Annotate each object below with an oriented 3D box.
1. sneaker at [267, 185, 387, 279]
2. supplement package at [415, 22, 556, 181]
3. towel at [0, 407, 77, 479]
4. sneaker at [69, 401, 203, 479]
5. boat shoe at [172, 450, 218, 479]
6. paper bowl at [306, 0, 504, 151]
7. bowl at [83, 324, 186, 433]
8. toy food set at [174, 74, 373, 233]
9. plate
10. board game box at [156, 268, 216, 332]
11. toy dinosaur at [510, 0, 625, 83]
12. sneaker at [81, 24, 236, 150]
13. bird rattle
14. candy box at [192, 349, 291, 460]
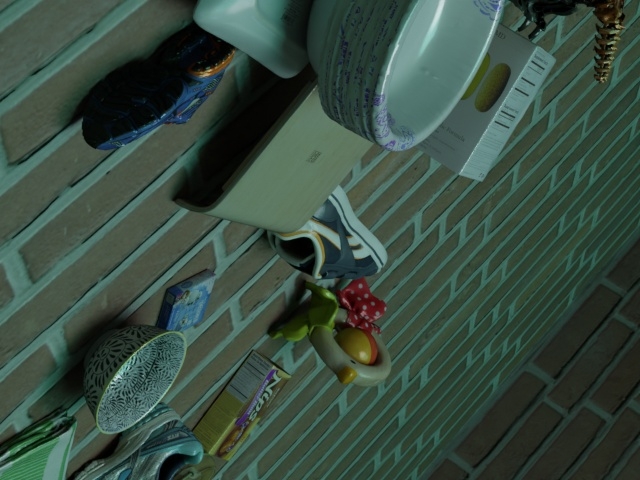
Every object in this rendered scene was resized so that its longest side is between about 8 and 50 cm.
[{"bbox_3d":[0.000,0.000,2.053,0.127,0.126,0.321,-55,149,-10],"label":"sneaker"},{"bbox_3d":[0.261,-0.240,2.214,0.244,0.139,0.134,-60,159,10],"label":"supplement package"},{"bbox_3d":[-0.464,0.380,1.767,0.325,0.038,0.248,-31,149,-45],"label":"towel"},{"bbox_3d":[-0.293,0.377,1.997,0.283,0.122,0.110,-48,157,-17],"label":"sneaker"},{"bbox_3d":[-0.259,0.436,2.197,0.285,0.089,0.104,-27,145,-50],"label":"boat shoe"},{"bbox_3d":[0.092,-0.260,1.581,0.284,0.148,0.284,-47,155,-31],"label":"paper bowl"},{"bbox_3d":[-0.269,0.172,1.805,0.170,0.080,0.170,-44,156,-26],"label":"bowl"},{"bbox_3d":[-0.037,-0.142,1.790,0.306,0.092,0.220,-50,153,14],"label":"toy food set"},{"bbox_3d":[-0.013,-0.332,1.527,0.278,0.045,0.277,-62,158,3],"label":"plate"},{"bbox_3d":[-0.195,0.094,1.923,0.090,0.020,0.090,-30,147,-49],"label":"board game box"},{"bbox_3d":[0.416,-0.423,2.140,0.164,0.218,0.322,46,38,-53],"label":"toy dinosaur"},{"bbox_3d":[-0.180,-0.158,1.510,0.221,0.083,0.087,-37,156,-34],"label":"sneaker"},{"bbox_3d":[0.040,0.171,2.302,0.143,0.207,0.253,-42,153,20],"label":"bird rattle"},{"bbox_3d":[-0.136,0.284,2.280,0.186,0.053,0.109,-52,158,-4],"label":"candy box"}]
